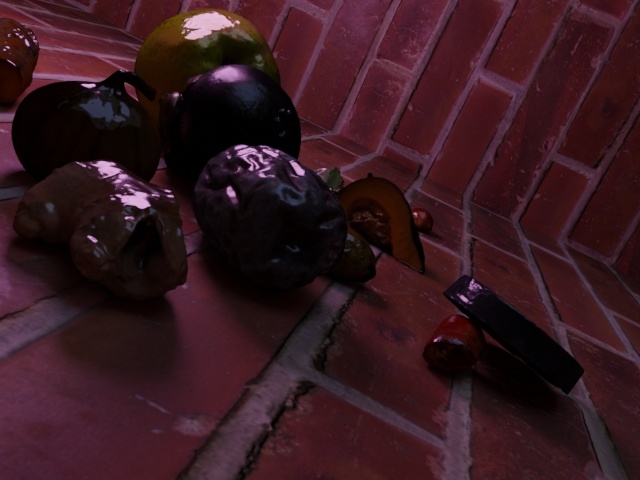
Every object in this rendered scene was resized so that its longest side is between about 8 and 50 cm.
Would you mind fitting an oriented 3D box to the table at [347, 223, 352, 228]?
[{"bbox_3d":[0.005,-0.031,1.500,0.134,0.043,0.133,23,16,-7],"label":"table"}]

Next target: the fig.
[{"bbox_3d":[-0.385,-0.175,1.102,0.235,0.214,0.235,1,27,0],"label":"fig"}]

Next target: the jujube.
[{"bbox_3d":[-0.092,-0.047,1.118,0.226,0.225,0.317,15,13,-31],"label":"jujube"}]

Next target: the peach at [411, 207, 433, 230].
[{"bbox_3d":[0.317,-0.067,2.060,0.098,0.061,0.098,17,13,-4],"label":"peach"}]

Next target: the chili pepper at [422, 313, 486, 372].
[{"bbox_3d":[0.238,0.171,1.134,0.086,0.084,0.192,45,24,9],"label":"chili pepper"}]

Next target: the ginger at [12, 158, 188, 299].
[{"bbox_3d":[-0.288,-0.018,0.873,0.222,0.130,0.275,8,22,-18],"label":"ginger"}]

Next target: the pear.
[{"bbox_3d":[-0.273,-0.404,1.672,0.391,0.390,0.391,23,16,-7],"label":"pear"}]

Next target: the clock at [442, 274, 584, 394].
[{"bbox_3d":[0.348,0.166,1.196,0.281,0.055,0.280,40,1,-1],"label":"clock"}]

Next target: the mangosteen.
[{"bbox_3d":[-0.199,-0.221,1.423,0.297,0.314,0.296,-22,90,-81],"label":"mangosteen"}]

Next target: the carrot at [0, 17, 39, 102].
[{"bbox_3d":[-0.701,-0.397,1.461,0.139,0.138,0.301,17,27,-27],"label":"carrot"}]

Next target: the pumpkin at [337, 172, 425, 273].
[{"bbox_3d":[0.182,-0.059,1.641,0.279,0.162,0.111,31,18,16],"label":"pumpkin"}]

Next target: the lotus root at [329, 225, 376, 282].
[{"bbox_3d":[0.000,0.000,1.304,0.259,0.097,0.110,25,18,14],"label":"lotus root"}]

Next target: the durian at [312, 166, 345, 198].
[{"bbox_3d":[-0.009,-0.124,1.701,0.137,0.095,0.220,-9,14,11],"label":"durian"}]
